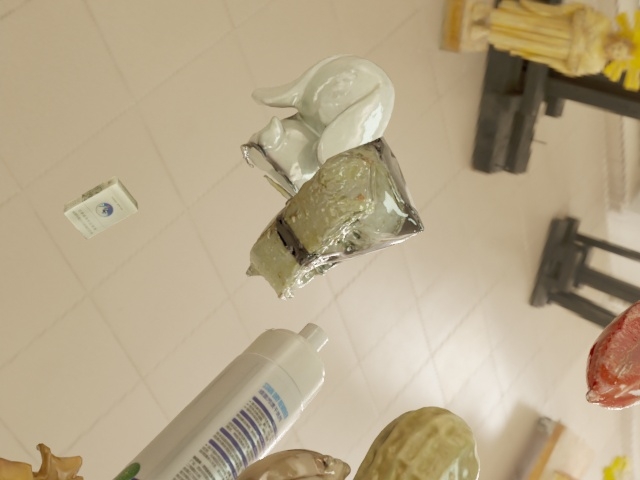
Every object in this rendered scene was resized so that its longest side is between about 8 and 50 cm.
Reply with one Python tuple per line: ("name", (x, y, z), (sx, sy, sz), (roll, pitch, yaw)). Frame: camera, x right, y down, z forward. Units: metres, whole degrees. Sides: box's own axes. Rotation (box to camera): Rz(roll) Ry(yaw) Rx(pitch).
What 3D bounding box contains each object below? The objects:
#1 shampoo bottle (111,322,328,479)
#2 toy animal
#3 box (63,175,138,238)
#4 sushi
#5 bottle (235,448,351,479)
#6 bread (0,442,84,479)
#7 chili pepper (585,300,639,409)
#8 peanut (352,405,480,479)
("shampoo bottle", (-0.084, 0.176, 0.860), (0.303, 0.092, 0.092), (-45, 138, -42))
("toy animal", (-0.011, -0.202, 1.541), (0.289, 0.249, 0.174), (-63, 158, -17))
("box", (-0.293, -0.044, 1.180), (0.083, 0.024, 0.054), (-28, 126, 6))
("sushi", (-0.017, -0.011, 1.123), (0.134, 0.273, 0.109), (63, 25, 3))
("bottle", (-0.002, 0.233, 0.535), (0.110, 0.209, 0.097), (-34, 142, 14))
("bread", (-0.160, 0.284, 0.389), (0.336, 0.204, 0.358), (-22, 87, -16))
("chili pepper", (0.231, 0.071, 0.612), (0.191, 0.059, 0.050), (-27, 156, -41))
("peanut", (0.051, 0.210, 0.636), (0.194, 0.083, 0.093), (-64, 163, -5))
